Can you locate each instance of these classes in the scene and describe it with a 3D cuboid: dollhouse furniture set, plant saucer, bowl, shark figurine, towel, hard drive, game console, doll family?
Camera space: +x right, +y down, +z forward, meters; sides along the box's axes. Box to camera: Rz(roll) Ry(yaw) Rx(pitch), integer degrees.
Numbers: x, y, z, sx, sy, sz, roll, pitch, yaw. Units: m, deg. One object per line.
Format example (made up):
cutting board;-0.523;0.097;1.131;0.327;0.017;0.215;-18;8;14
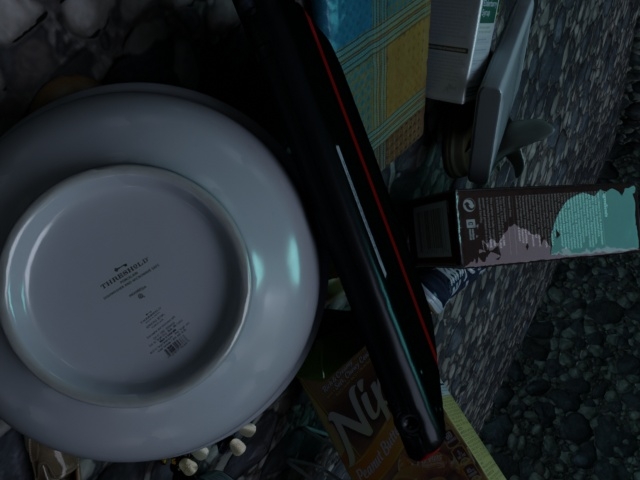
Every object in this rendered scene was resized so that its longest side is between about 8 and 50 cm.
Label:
dollhouse furniture set;0.000;0.000;0.633;0.301;0.151;0.198;-22;110;-60
plant saucer;0.342;-0.265;1.200;0.278;0.041;0.278;-36;137;-44
bowl;-0.124;0.026;0.382;0.298;0.297;0.134;-67;-169;-4
shark figurine;0.348;-0.159;1.171;0.116;0.166;0.278;-7;135;-29
towel;0.080;-0.261;0.793;0.271;0.040;0.370;-41;141;-36
hard drive;0.334;-0.279;1.027;0.203;0.040;0.308;81;30;-48
game console;0.029;-0.037;0.549;0.342;0.060;0.387;-47;116;-76
doll family;-0.137;0.219;0.675;0.193;0.111;0.076;-47;111;-13
plant saucer;-0.201;-0.096;0.468;0.083;0.015;0.084;-34;134;-44

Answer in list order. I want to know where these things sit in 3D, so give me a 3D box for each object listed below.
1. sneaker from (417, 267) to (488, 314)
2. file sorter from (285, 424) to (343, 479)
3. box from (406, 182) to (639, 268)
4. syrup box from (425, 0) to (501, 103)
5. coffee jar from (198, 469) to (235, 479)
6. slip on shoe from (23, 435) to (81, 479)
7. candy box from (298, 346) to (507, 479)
sneaker;0.266;0.066;1.153;0.153;0.099;0.282;-45;165;11
file sorter;0.029;0.442;0.998;0.278;0.173;0.193;-61;149;-13
box;0.374;-0.027;1.045;0.381;0.191;0.143;-5;89;-17
syrup box;0.229;-0.355;0.912;0.093;0.096;0.237;-28;132;-50
coffee jar;-0.184;0.363;0.707;0.184;0.079;0.096;11;98;-58
slip on shoe;-0.255;0.212;0.541;0.051;0.041;0.136;-16;121;-53
candy box;0.113;0.279;0.849;0.183;0.316;0.087;-39;155;16
